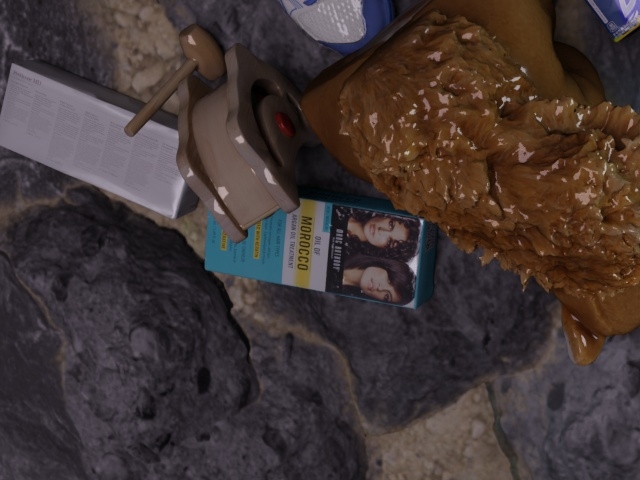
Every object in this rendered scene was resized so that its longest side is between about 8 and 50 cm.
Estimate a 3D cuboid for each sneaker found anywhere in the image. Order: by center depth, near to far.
[{"bbox_3d":[-0.043,-0.302,1.479,0.112,0.131,0.296,-38,88,22],"label":"sneaker"}]

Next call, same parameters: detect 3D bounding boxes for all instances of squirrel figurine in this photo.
[{"bbox_3d":[0.188,-0.050,1.310,0.281,0.397,0.370,-37,99,14],"label":"squirrel figurine"}]

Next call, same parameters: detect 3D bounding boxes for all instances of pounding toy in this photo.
[{"bbox_3d":[-0.097,-0.096,1.517,0.155,0.269,0.154,-30,127,21],"label":"pounding toy"}]

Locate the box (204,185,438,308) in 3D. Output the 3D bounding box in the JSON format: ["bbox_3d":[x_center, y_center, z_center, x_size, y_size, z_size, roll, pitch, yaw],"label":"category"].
[{"bbox_3d":[0.000,0.000,1.565,0.244,0.060,0.101,10,105,20],"label":"box"}]

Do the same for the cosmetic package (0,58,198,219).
[{"bbox_3d":[-0.240,-0.115,1.634,0.239,0.060,0.099,23,111,15],"label":"cosmetic package"}]

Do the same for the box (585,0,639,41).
[{"bbox_3d":[0.332,-0.260,1.381,0.169,0.054,0.059,-38,86,25],"label":"box"}]
